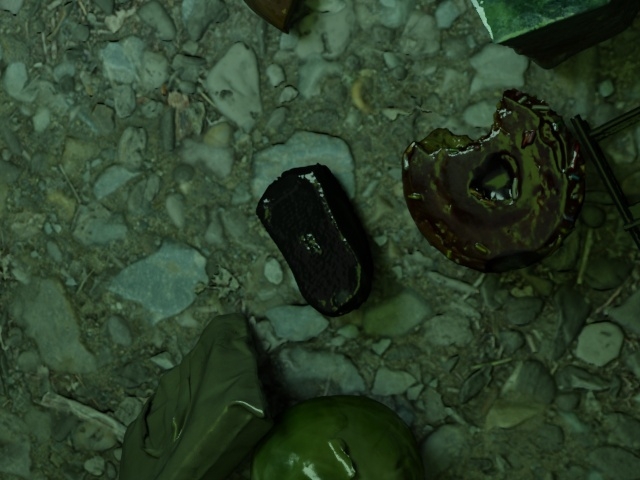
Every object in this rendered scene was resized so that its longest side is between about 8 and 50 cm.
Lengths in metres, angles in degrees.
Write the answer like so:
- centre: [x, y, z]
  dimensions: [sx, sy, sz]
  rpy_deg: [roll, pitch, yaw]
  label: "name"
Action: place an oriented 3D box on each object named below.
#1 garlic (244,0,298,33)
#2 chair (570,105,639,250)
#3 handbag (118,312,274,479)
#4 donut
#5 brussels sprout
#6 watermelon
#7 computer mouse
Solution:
- centre: [-0.062, -0.386, 1.261]
  dimensions: [0.101, 0.087, 0.195]
  rpy_deg: [18, 98, 2]
  label: "garlic"
- centre: [0.418, -0.057, 1.099]
  dimensions: [0.155, 0.141, 0.260]
  rpy_deg: [-27, 85, 20]
  label: "chair"
- centre: [-0.181, 0.270, 1.294]
  dimensions: [0.109, 0.253, 0.315]
  rpy_deg: [31, 108, -24]
  label: "handbag"
- centre: [0.225, -0.073, 1.177]
  dimensions: [0.230, 0.096, 0.216]
  rpy_deg: [-39, 85, 26]
  label: "donut"
- centre: [0.025, 0.310, 1.226]
  dimensions: [0.244, 0.244, 0.244]
  rpy_deg: [2, 96, 18]
  label: "brussels sprout"
- centre: [0.286, -0.316, 1.103]
  dimensions: [0.228, 0.258, 0.387]
  rpy_deg: [36, 62, 27]
  label: "watermelon"
- centre: [0.000, 0.000, 1.282]
  dimensions: [0.122, 0.073, 0.217]
  rpy_deg: [-31, 79, 17]
  label: "computer mouse"
